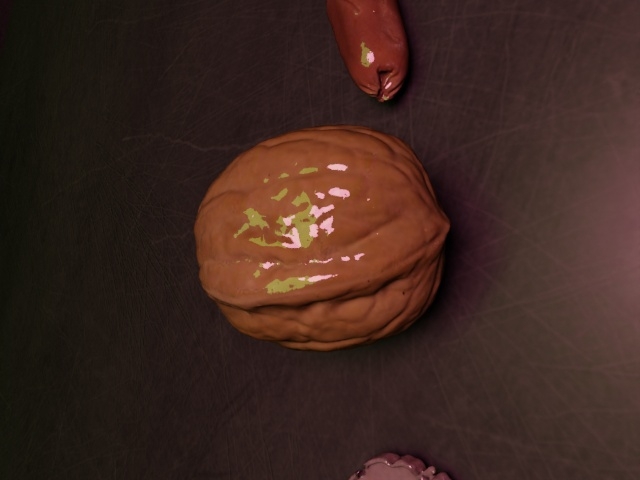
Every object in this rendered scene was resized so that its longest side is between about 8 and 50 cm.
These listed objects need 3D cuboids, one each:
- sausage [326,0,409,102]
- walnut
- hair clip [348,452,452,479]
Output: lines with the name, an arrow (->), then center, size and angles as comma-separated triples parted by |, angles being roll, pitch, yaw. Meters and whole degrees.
sausage -> 0.024, -0.357, 0.577 | 0.087, 0.087, 0.434 | -29, 67, 36
walnut -> 0.000, 0.000, 0.475 | 0.260, 0.225, 0.225 | -6, 81, 28
hair clip -> 0.128, 0.312, 0.415 | 0.300, 0.069, 0.173 | 15, 94, 52
